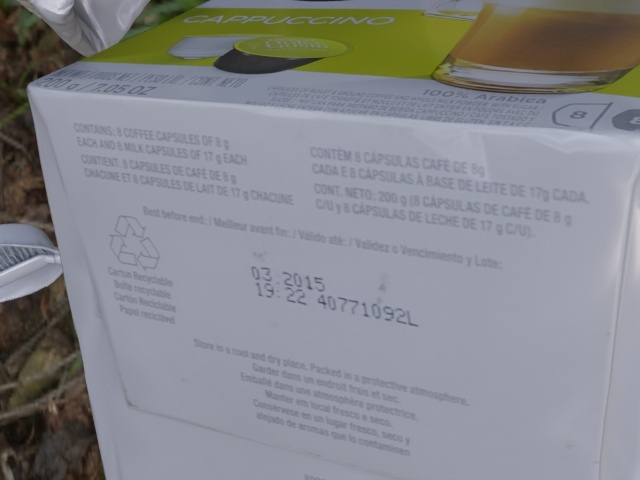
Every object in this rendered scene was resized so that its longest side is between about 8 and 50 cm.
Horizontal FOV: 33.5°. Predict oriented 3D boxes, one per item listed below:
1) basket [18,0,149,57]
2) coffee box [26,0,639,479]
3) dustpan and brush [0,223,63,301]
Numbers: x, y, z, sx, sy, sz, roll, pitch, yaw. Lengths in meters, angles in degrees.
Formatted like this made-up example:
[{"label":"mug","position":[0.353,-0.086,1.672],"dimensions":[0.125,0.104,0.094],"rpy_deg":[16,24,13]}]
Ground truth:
[{"label":"basket","position":[-0.276,-0.420,1.208],"dimensions":[0.266,0.331,0.328],"rpy_deg":[37,89,-2]},{"label":"coffee box","position":[0.079,0.018,0.672],"dimensions":[0.338,0.338,0.334],"rpy_deg":[9,30,28]},{"label":"dustpan and brush","position":[-0.322,0.019,1.208],"dimensions":[0.211,0.147,0.060],"rpy_deg":[-24,64,-7]}]
